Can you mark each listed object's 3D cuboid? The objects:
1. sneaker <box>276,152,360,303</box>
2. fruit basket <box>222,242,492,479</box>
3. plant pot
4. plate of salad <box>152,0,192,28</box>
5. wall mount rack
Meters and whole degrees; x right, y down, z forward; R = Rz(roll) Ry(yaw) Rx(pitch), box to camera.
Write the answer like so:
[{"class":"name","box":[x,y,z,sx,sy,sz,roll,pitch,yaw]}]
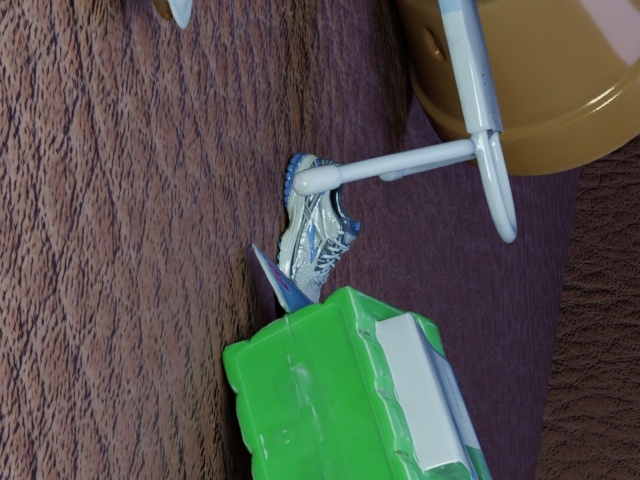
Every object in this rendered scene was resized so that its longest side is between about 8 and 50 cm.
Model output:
[{"class":"sneaker","box":[0.000,0.000,1.431,0.052,0.058,0.135,1,93,-76]},{"class":"fruit basket","box":[0.081,0.195,1.342,0.353,0.165,0.327,40,25,-45]},{"class":"plant pot","box":[0.195,-0.235,1.775,0.203,0.291,0.291,50,43,-47]},{"class":"plate of salad","box":[-0.096,-0.214,1.006,0.200,0.048,0.200,-6,90,-86]},{"class":"wall mount rack","box":[0.048,-0.154,1.383,0.304,0.130,0.350,-11,88,-78]}]
